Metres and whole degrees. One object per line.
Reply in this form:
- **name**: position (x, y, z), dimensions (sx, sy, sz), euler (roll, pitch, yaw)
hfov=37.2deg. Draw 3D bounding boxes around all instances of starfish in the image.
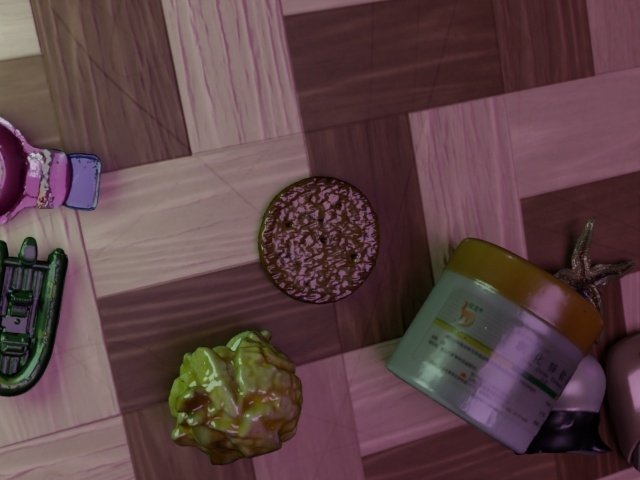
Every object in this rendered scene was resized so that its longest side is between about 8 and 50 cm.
- **starfish**: position (0.431, 0.068, 1.531), dimensions (0.217, 0.050, 0.223), euler (-10, 111, -25)

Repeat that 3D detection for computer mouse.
- **computer mouse**: position (0.549, 0.267, 1.580), dimensions (0.145, 0.082, 0.236), euler (-17, 101, -18)

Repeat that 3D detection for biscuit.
- **biscuit**: position (0.000, 0.000, 1.379), dimensions (0.188, 0.027, 0.188), euler (-2, 95, -20)

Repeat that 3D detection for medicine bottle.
- **medicine bottle**: position (0.250, 0.151, 1.374), dimensions (0.238, 0.238, 0.232), euler (34, 85, -20)

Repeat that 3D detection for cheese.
- **cheese**: position (-0.404, -0.085, 1.206), dimensions (0.244, 0.062, 0.155), euler (4, 96, -21)

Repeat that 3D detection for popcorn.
- **popcorn**: position (-0.118, 0.214, 1.284), dimensions (0.187, 0.185, 0.167), euler (-17, 84, -9)

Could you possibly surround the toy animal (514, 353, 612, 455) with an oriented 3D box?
- **toy animal**: position (0.380, 0.254, 1.496), dimensions (0.166, 0.138, 0.179), euler (4, 89, -45)

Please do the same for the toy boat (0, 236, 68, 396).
- **toy boat**: position (-0.392, 0.099, 1.236), dimensions (0.104, 0.052, 0.210), euler (10, 92, -23)
